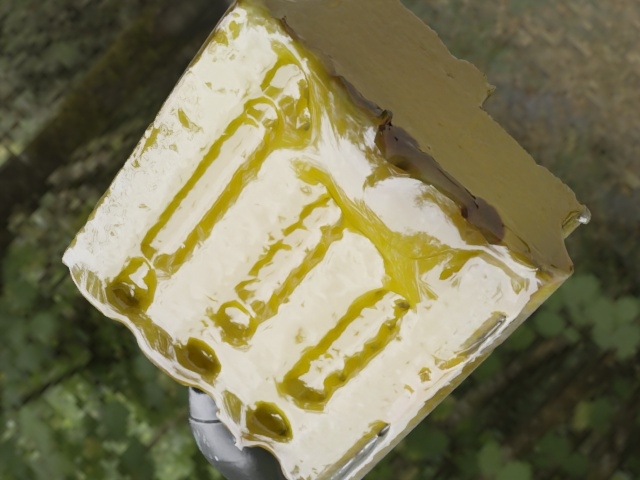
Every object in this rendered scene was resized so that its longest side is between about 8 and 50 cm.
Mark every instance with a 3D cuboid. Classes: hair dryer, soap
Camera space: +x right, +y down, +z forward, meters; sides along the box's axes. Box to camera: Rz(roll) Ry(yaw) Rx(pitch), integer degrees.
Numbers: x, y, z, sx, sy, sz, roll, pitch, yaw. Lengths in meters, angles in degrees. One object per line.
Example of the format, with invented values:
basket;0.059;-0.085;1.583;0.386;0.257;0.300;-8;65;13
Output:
hair dryer;-0.051;0.147;1.617;0.091;0.272;0.235;-6;132;20
soap;0.000;0.000;1.011;0.259;0.143;0.281;44;126;3
